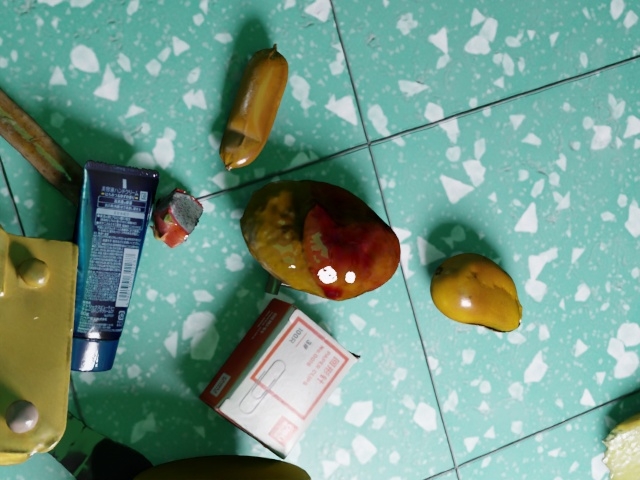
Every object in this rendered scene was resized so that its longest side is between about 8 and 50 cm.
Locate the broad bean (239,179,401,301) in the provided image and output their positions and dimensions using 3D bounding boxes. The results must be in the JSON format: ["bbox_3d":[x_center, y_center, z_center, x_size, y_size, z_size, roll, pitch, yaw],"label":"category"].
[{"bbox_3d":[0.002,-0.002,1.816,0.229,0.122,0.156,26,81,-24],"label":"broad bean"}]

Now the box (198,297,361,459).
[{"bbox_3d":[-0.054,0.186,1.820,0.133,0.099,0.182,42,80,-20],"label":"box"}]

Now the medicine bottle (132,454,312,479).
[{"bbox_3d":[-0.126,0.417,1.736,0.238,0.238,0.231,-4,97,-21],"label":"medicine bottle"}]

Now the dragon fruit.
[{"bbox_3d":[-0.197,-0.027,1.770,0.056,0.083,0.060,41,124,-18],"label":"dragon fruit"}]

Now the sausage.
[{"bbox_3d":[-0.088,-0.178,1.805,0.062,0.054,0.183,17,90,11],"label":"sausage"}]

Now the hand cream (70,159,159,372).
[{"bbox_3d":[-0.279,0.035,1.724,0.120,0.061,0.270,7,100,-44],"label":"hand cream"}]

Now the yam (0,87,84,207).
[{"bbox_3d":[-0.369,-0.127,1.703,0.046,0.046,0.264,-48,110,-12],"label":"yam"}]

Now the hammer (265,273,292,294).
[{"bbox_3d":[-0.025,0.069,1.870,0.110,0.019,0.035,17,88,-27],"label":"hammer"}]

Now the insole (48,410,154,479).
[{"bbox_3d":[-0.307,0.286,1.781,0.232,0.003,0.080,39,80,-19],"label":"insole"}]

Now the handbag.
[{"bbox_3d":[-0.489,0.100,1.546,0.401,0.133,0.283,10,72,-22],"label":"handbag"}]

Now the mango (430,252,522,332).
[{"bbox_3d":[0.224,0.076,1.933,0.159,0.084,0.105,29,67,-41],"label":"mango"}]

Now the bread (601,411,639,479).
[{"bbox_3d":[0.637,0.328,2.030,0.362,0.245,0.233,-25,103,-22],"label":"bread"}]
